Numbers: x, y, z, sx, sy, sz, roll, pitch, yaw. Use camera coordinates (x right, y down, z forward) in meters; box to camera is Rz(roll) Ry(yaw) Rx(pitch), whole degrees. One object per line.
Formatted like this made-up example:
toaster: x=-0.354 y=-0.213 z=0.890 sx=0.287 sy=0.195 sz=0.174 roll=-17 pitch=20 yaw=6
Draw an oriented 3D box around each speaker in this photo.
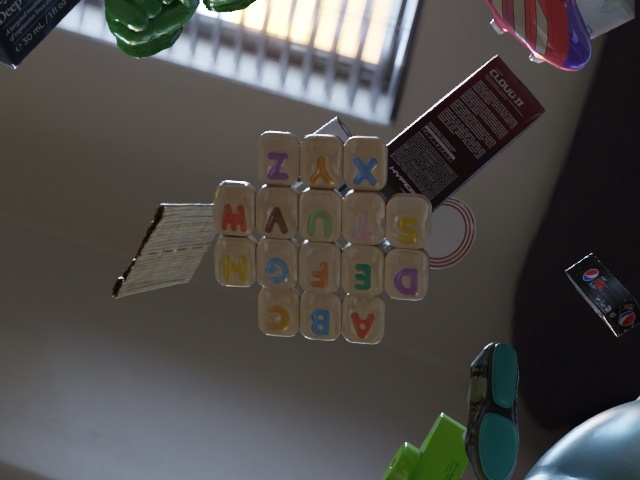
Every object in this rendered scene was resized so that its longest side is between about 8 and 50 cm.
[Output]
speaker: x=-0.013 y=-0.136 z=1.937 sx=0.136 sy=0.055 sz=0.055 roll=-35 pitch=-5 yaw=9

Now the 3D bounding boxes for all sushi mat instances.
sushi mat: x=-0.220 y=0.009 z=1.841 sx=0.151 sy=0.019 sz=0.316 roll=-58 pitch=-10 yaw=9

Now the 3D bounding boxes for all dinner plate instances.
dinner plate: x=0.225 y=-0.016 z=2.273 sx=0.017 sy=0.141 sz=0.141 roll=-137 pitch=59 yaw=-65

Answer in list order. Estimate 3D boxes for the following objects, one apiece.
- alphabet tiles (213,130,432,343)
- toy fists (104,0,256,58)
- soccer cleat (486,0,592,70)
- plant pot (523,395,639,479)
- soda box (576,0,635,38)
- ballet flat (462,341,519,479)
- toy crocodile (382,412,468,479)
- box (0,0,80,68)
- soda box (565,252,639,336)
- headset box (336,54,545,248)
alphabet tiles: x=0.000 y=0.000 z=1.569 sx=0.021 sy=0.284 sz=0.278 roll=-60 pitch=-27 yaw=-70
toy fists: x=-0.187 y=-0.374 z=1.758 sx=0.279 sy=0.096 sz=0.142 roll=-31 pitch=-33 yaw=-18
soccer cleat: x=0.175 y=-0.265 z=1.097 sx=0.095 sy=0.248 sz=0.083 roll=-40 pitch=-7 yaw=40
plant pot: x=0.346 y=0.263 z=1.171 sx=0.196 sy=0.293 sz=0.293 roll=-51 pitch=-19 yaw=-25
soda box: x=0.332 y=-0.419 z=1.697 sx=0.286 sy=0.091 sz=0.098 roll=49 pitch=-144 yaw=-25
ballet flat: x=0.196 y=0.209 z=1.417 sx=0.070 sy=0.070 sz=0.188 roll=94 pitch=-171 yaw=-53
toy crocodile: x=0.112 y=0.375 z=1.564 sx=0.340 sy=0.115 sz=0.105 roll=-62 pitch=2 yaw=-31
box: x=-0.548 y=-0.534 z=1.958 sx=0.293 sy=0.212 sz=0.395 roll=-53 pitch=-36 yaw=-21
soda box: x=0.469 y=0.088 z=2.006 sx=0.053 sy=0.060 sz=0.169 roll=54 pitch=-175 yaw=-27
headset box: x=0.164 y=-0.121 z=1.711 sx=0.293 sy=0.110 sz=0.218 roll=-40 pitch=0 yaw=-23
